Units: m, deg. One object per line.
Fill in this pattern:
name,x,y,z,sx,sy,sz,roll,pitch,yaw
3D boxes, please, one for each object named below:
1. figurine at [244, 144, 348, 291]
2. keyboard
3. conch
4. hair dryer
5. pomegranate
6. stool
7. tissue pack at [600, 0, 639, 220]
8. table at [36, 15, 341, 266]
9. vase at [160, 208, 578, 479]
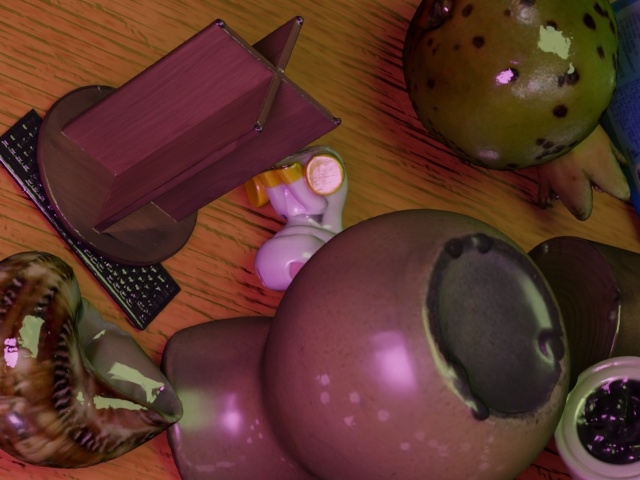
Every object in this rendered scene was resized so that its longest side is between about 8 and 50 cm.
figurine,-0.004,0.001,1.779,0.130,0.109,0.178,17,63,-58
keyboard,-0.199,-0.017,1.675,0.202,0.011,0.067,51,48,-10
conch,-0.214,0.094,1.549,0.181,0.124,0.187,63,18,15
hair dryer,0.219,0.291,1.762,0.362,0.128,0.203,-51,147,-12
pomegranate,0.200,-0.166,1.952,0.286,0.231,0.231,44,43,-55
stool,0.321,0.106,1.931,0.264,0.179,0.179,13,64,-34
tissue pack,0.407,-0.150,2.096,0.146,0.198,0.263,-13,81,-44
table,-0.103,-0.094,1.630,0.167,0.227,0.167,21,56,-35
vase,0.074,0.119,1.655,0.329,0.302,0.240,8,66,-42
